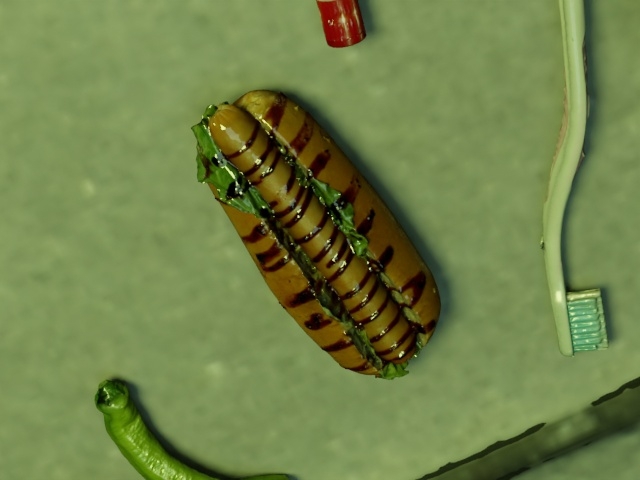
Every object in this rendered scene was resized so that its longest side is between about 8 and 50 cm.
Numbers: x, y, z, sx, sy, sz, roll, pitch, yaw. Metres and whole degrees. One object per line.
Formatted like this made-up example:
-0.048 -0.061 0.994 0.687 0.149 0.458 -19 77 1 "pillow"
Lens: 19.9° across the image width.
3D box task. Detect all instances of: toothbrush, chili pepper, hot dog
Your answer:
0.080 -0.050 0.601 0.022 0.017 0.204 -5 117 5 "toothbrush"
-0.048 0.076 0.641 0.083 0.017 0.030 39 103 -22 "chili pepper"
0.000 0.000 0.602 0.049 0.037 0.122 -37 117 6 "hot dog"

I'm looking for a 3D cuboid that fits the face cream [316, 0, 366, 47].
-0.001 -0.100 0.562 0.040 0.021 0.083 -15 117 0 "face cream"
